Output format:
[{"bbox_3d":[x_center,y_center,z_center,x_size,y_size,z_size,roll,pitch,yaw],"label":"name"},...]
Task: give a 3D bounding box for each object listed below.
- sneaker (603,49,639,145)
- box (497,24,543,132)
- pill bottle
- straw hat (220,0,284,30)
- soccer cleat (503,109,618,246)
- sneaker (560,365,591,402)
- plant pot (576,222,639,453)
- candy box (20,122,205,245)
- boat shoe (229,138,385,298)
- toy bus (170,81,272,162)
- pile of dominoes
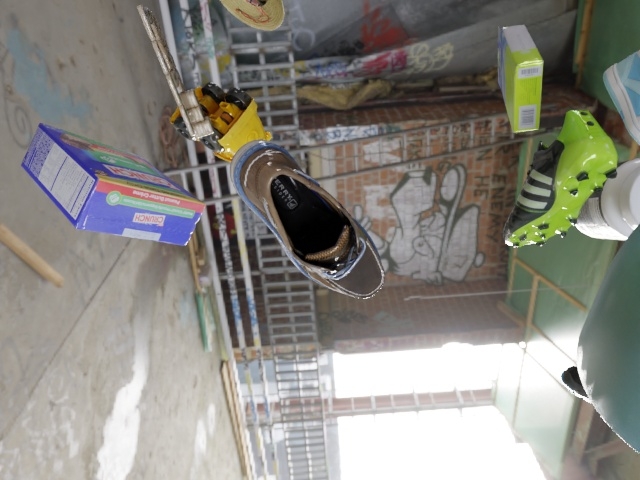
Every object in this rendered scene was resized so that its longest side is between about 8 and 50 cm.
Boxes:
[{"bbox_3d":[0.823,-0.345,1.188,0.208,0.127,0.319,-46,-128,50],"label":"sneaker"},{"bbox_3d":[0.311,-0.261,0.801,0.178,0.042,0.109,-78,159,-48],"label":"box"},{"bbox_3d":[0.618,-0.078,1.006,0.283,0.161,0.161,-14,100,-82],"label":"pill bottle"},{"bbox_3d":[-0.106,-0.411,0.809,0.144,0.144,0.061,85,30,-74],"label":"straw hat"},{"bbox_3d":[0.227,-0.052,0.500,0.179,0.060,0.072,98,-11,-62],"label":"soccer cleat"},{"bbox_3d":[0.652,0.280,0.982,0.125,0.340,0.140,32,69,-68],"label":"sneaker"},{"bbox_3d":[0.441,0.073,0.524,0.293,0.293,0.235,-94,172,-51],"label":"plant pot"},{"bbox_3d":[-0.464,-0.122,1.142,0.268,0.317,0.122,14,108,-54],"label":"candy box"},{"bbox_3d":[0.000,0.000,0.409,0.183,0.066,0.066,42,2,-35],"label":"boat shoe"},{"bbox_3d":[-0.232,-0.268,1.276,0.149,0.220,0.211,-57,145,-14],"label":"toy bus"},{"bbox_3d":[-0.273,-0.328,0.989,0.196,0.040,0.251,-116,-173,-64],"label":"pile of dominoes"}]
